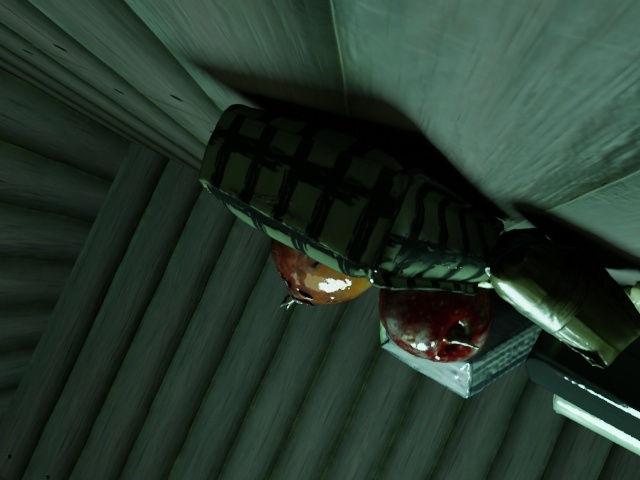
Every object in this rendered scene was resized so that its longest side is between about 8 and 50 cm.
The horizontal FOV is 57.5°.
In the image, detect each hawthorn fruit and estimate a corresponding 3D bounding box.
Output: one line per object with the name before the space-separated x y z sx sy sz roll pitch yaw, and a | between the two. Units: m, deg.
hawthorn fruit | 0.008 0.028 1.264 0.276 0.307 0.276 29 -170 -5

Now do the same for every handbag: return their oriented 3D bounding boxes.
handbag | 0.054 -0.046 0.805 0.325 0.163 0.327 27 -171 39

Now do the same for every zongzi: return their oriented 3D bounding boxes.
zongzi | 0.316 0.036 0.821 0.221 0.112 0.242 36 -157 -14

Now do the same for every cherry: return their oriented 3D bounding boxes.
cherry | 0.229 0.133 1.207 0.230 0.203 0.300 5 -158 -18

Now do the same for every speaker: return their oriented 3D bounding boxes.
speaker | 0.486 0.204 0.894 0.184 0.180 0.388 31 178 -37

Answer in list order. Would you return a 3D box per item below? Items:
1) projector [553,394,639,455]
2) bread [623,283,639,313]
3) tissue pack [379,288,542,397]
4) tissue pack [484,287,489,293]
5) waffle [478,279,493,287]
projector | 0.654 0.295 1.163 0.248 0.249 0.249 27 178 -43
bread | 0.536 0.117 0.851 0.181 0.039 0.251 23 179 17
tissue pack | 0.382 0.214 1.458 0.394 0.124 0.288 -17 -153 -34
tissue pack | 0.283 0.067 1.424 0.234 0.125 0.159 21 180 39
waffle | 0.273 0.027 1.058 0.317 0.073 0.297 17 -171 -11
